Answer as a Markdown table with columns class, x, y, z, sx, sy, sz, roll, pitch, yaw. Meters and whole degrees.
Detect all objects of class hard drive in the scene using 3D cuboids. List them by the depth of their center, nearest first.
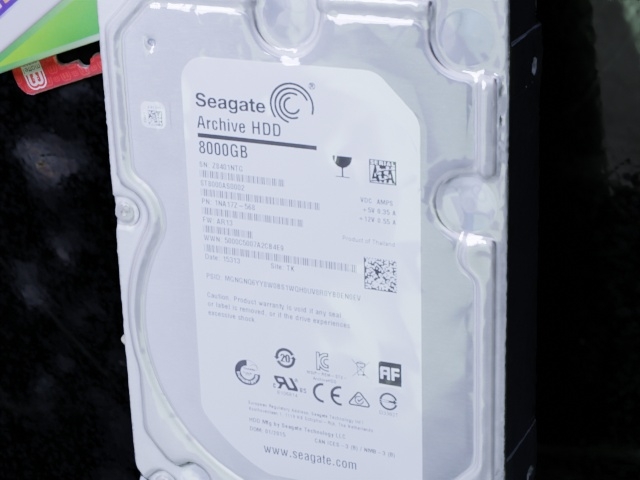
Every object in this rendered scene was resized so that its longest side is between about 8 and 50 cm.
| class | x | y | z | sx | sy | sz | roll | pitch | yaw |
| --- | --- | --- | --- | --- | --- | --- | --- | --- | --- |
| hard drive | 0.000 | 0.000 | 0.880 | 0.237 | 0.064 | 0.339 | 8 | 112 | 22 |

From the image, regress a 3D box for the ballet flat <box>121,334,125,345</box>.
| class | x | y | z | sx | sy | sz | roll | pitch | yaw |
| --- | --- | --- | --- | --- | --- | --- | --- | --- | --- |
| ballet flat | -0.045 | 0.056 | 0.998 | 0.168 | 0.057 | 0.052 | 8 | 94 | 23 |

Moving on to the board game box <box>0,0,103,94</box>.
| class | x | y | z | sx | sy | sz | roll | pitch | yaw |
| --- | --- | --- | --- | --- | --- | --- | --- | --- | --- |
| board game box | -0.194 | -0.206 | 0.927 | 0.124 | 0.039 | 0.259 | -12 | 114 | 36 |
